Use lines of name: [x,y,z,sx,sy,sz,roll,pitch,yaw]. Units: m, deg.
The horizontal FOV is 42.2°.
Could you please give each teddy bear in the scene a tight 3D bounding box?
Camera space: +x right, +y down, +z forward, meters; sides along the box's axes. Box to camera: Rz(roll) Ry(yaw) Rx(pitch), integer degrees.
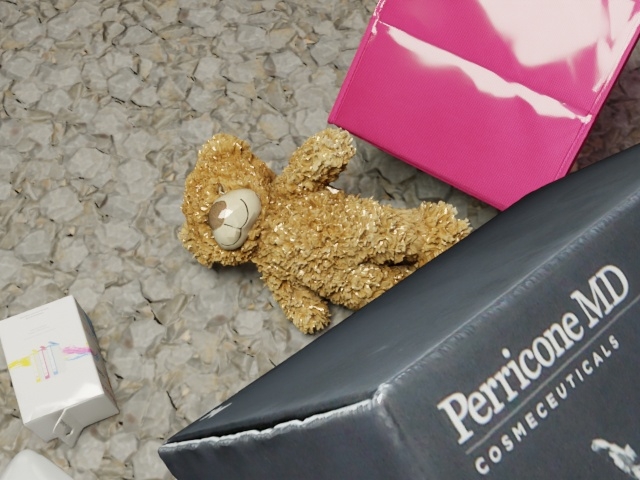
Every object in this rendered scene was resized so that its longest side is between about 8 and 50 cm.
teddy bear: [0.000,0.000,0.939,0.338,0.245,0.113,33,36,-10]

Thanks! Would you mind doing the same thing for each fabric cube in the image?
fabric cube: [0.202,-0.195,0.958,0.258,0.254,0.259,27,107,13]

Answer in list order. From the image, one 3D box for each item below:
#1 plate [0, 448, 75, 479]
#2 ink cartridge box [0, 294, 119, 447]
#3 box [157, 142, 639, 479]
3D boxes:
plate: [-0.294,0.395,0.843,0.278,0.045,0.277,30,68,14]
ink cartridge box: [-0.291,0.153,0.933,0.090,0.092,0.143,-21,67,-10]
box: [0.231,0.211,0.607,0.480,0.297,0.472,-31,90,-36]
